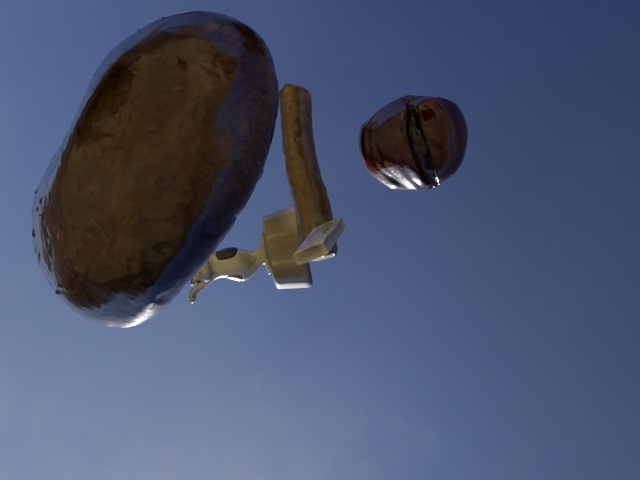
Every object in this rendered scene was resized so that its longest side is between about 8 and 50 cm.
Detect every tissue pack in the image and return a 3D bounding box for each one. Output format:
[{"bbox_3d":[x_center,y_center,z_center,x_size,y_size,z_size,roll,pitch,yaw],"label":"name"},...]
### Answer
[{"bbox_3d":[0.000,0.000,1.092,0.056,0.108,0.023,-22,-77,25],"label":"tissue pack"}]

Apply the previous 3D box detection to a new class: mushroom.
[{"bbox_3d":[-0.180,-0.073,0.774,0.345,0.238,0.346,-169,-90,-84],"label":"mushroom"}]

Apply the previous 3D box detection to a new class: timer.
[{"bbox_3d":[-0.161,0.039,1.534,0.265,0.175,0.175,-13,-107,-2],"label":"timer"}]

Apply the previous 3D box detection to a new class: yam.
[{"bbox_3d":[-0.027,-0.132,1.408,0.081,0.081,0.357,-20,-110,36],"label":"yam"}]

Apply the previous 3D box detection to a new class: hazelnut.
[{"bbox_3d":[0.171,-0.177,1.345,0.203,0.178,0.178,-15,-105,16],"label":"hazelnut"}]
